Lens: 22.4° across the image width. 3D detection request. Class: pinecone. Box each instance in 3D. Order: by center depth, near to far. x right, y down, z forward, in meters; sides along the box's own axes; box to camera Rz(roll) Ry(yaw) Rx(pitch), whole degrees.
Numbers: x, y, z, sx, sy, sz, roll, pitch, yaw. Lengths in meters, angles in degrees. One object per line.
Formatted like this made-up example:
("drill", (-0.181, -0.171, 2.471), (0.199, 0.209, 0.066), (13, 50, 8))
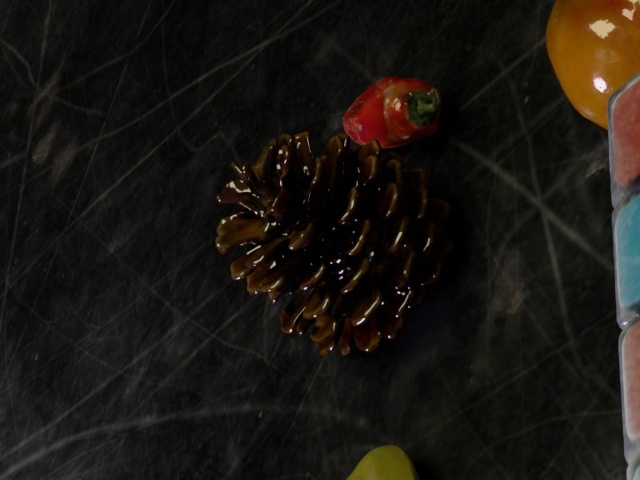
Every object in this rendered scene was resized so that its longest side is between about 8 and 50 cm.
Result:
("pinecone", (-0.001, -0.008, 1.201), (0.163, 0.165, 0.163), (-45, 26, 29))

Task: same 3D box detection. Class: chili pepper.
("chili pepper", (0.059, -0.101, 1.291), (0.191, 0.050, 0.059), (4, 75, 71))

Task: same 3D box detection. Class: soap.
("soap", (0.024, 0.206, 1.126), (0.140, 0.045, 0.089), (-49, 37, 24))

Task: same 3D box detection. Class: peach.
("peach", (0.208, -0.130, 1.001), (0.138, 0.138, 0.138), (-37, 41, 40))

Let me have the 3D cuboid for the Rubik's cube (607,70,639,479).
("Rubik's cube", (0.283, 0.017, 0.615), (0.253, 0.259, 0.256), (-46, 30, 50))
